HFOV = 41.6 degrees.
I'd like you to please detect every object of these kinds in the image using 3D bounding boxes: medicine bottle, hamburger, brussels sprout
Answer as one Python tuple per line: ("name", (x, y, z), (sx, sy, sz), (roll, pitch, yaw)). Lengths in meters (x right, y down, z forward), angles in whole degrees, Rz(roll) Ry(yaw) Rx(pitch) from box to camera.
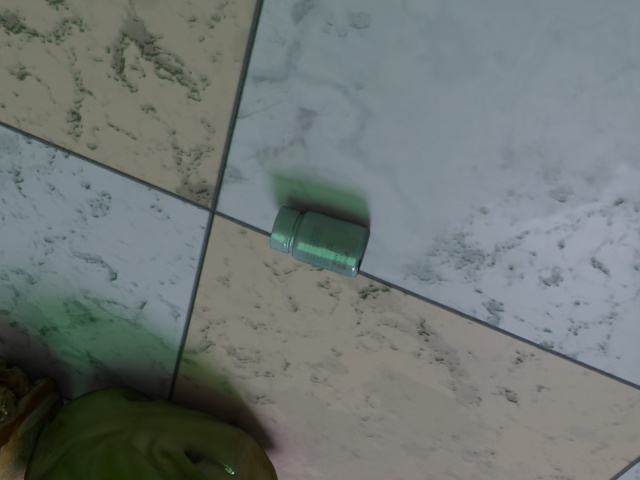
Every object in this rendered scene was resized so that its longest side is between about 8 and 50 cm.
("medicine bottle", (0.000, 0.000, 0.752), (0.083, 0.047, 0.047), (17, 139, 8))
("hamburger", (-0.446, 0.267, 1.087), (0.146, 0.243, 0.286), (23, 154, 4))
("brussels sprout", (-0.224, 0.325, 1.060), (0.327, 0.247, 0.328), (4, 147, 3))
